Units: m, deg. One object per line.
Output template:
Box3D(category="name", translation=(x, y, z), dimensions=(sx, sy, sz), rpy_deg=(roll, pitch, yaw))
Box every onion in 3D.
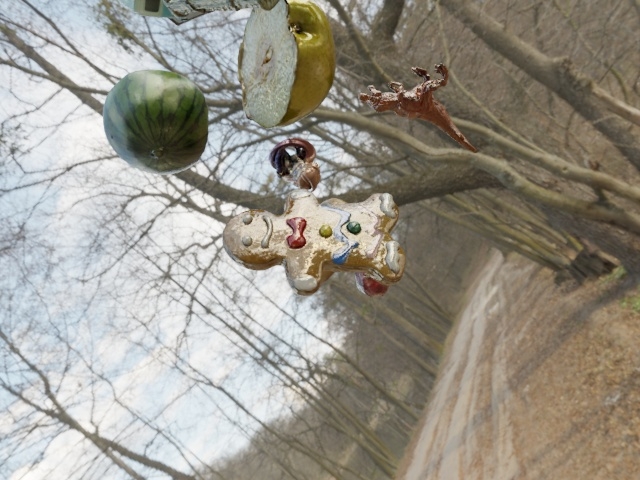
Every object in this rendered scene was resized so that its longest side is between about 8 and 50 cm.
Box3D(category="onion", translation=(0.137, 0.093, 1.208), dimensions=(0.097, 0.107, 0.107), rpy_deg=(-36, -2, 38))

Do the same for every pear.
Box3D(category="pear", translation=(-0.073, -0.474, 1.264), dimensions=(0.191, 0.341, 0.386), rpy_deg=(-8, -1, -27))

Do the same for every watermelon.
Box3D(category="watermelon", translation=(-0.492, -0.332, 1.401), dimensions=(0.330, 0.189, 0.331), rpy_deg=(-9, -56, -13))

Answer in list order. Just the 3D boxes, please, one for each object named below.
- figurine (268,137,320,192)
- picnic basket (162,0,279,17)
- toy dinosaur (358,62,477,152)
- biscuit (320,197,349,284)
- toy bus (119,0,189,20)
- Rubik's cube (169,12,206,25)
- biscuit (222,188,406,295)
Box3D(category="figurine", translation=(-0.049, -0.189, 1.211), dimensions=(0.126, 0.157, 0.114), rpy_deg=(-46, -19, 5))
Box3D(category="picnic basket", translation=(-0.163, -0.444, 0.741), dimensions=(0.134, 0.196, 0.154), rpy_deg=(-68, -28, -25))
Box3D(category="toy dinosaur", translation=(0.343, -0.446, 1.487), dimensions=(0.097, 0.431, 0.208), rpy_deg=(-97, 26, -84))
Box3D(category="biscuit", translation=(0.000, 0.000, 1.476), dimensions=(0.296, 0.101, 0.297), rpy_deg=(-47, 27, 34))
Box3D(category="toy bus", translation=(-0.352, -0.626, 0.993), dimensions=(0.164, 0.133, 0.271), rpy_deg=(-29, -26, -45))
Box3D(category="Rubik's cube", translation=(-0.447, -0.963, 1.531), dimensions=(0.316, 0.313, 0.319), rpy_deg=(20, -117, -65))
Box3D(category="biscuit", translation=(-0.008, -0.004, 0.525), dimensions=(0.031, 0.204, 0.138), rpy_deg=(93, 177, -57))
